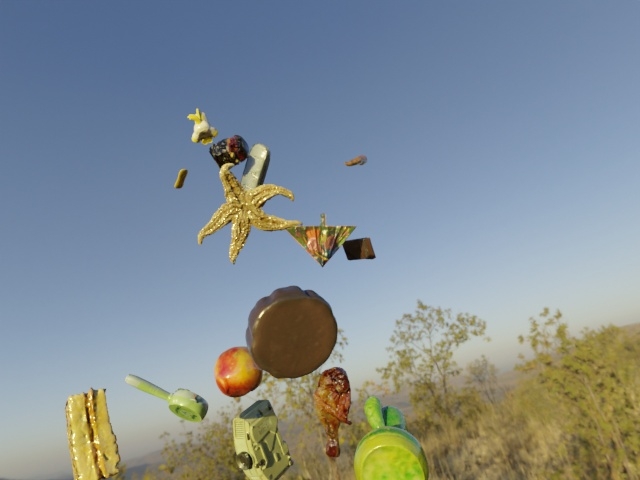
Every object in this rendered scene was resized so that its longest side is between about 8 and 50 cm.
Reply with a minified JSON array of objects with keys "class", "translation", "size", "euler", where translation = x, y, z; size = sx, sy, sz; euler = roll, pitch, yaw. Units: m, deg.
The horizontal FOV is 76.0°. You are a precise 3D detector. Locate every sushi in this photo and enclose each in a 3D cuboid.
[{"class":"sushi","translation":[-0.451,-0.464,2.120],"size":[0.151,0.172,0.153],"euler":[-17,-59,21]}]

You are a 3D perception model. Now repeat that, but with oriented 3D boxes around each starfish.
[{"class":"starfish","translation":[-0.228,-0.072,1.249],"size":[0.302,0.299,0.060],"euler":[-51,16,-6]}]

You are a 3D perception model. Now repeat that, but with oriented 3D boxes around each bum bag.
[{"class":"bum bag","translation":[0.176,0.043,1.911],"size":[0.159,0.109,0.026],"euler":[-9,19,37]}]

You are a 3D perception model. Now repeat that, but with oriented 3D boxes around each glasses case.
[{"class":"glasses case","translation":[-0.304,-0.308,1.891],"size":[0.067,0.109,0.282],"euler":[-10,-55,-54]}]

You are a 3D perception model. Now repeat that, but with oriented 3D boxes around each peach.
[{"class":"peach","translation":[-0.380,0.607,1.901],"size":[0.231,0.230,0.231],"euler":[-12,-21,-5]}]

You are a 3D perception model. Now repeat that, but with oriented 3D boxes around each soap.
[{"class":"soap","translation":[-0.498,-0.219,1.465],"size":[0.034,0.012,0.089],"euler":[-9,-39,-45]}]

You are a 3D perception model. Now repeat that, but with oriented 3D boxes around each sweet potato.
[{"class":"sweet potato","translation":[0.175,-0.373,1.930],"size":[0.050,0.050,0.214],"euler":[-27,2,31]}]

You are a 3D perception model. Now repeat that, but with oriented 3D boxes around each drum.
[{"class":"drum","translation":[-0.460,0.476,1.233],"size":[0.253,0.049,0.130],"euler":[18,-45,5]}]

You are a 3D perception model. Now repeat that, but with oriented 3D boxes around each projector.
[{"class":"projector","translation":[-0.212,0.739,1.477],"size":[0.088,0.269,0.194],"euler":[-20,0,36]}]

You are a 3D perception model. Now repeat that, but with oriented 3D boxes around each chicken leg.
[{"class":"chicken leg","translation":[0.046,0.540,1.309],"size":[0.083,0.177,0.322],"euler":[-4,-54,-26]}]

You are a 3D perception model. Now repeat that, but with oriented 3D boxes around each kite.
[{"class":"kite","translation":[0.000,0.000,1.757],"size":[0.321,0.233,0.016],"euler":[0,-2,-8]}]

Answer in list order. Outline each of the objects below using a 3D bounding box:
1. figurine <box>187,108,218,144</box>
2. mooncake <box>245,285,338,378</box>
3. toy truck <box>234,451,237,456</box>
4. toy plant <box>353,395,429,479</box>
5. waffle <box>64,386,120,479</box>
[{"class":"figurine","translation":[-0.482,-0.471,1.679],"size":[0.109,0.178,0.129],"euler":[-22,-62,5]},{"class":"mooncake","translation":[-0.093,0.277,1.262],"size":[0.283,0.282,0.141],"euler":[-5,11,-20]},{"class":"toy truck","translation":[-0.298,0.869,1.632],"size":[0.056,0.073,0.090],"euler":[-30,-53,-30]},{"class":"toy plant","translation":[0.189,0.563,1.131],"size":[0.184,0.224,0.316],"euler":[-34,-6,7]},{"class":"waffle","translation":[-0.712,0.603,1.265],"size":[0.114,0.260,0.376],"euler":[-6,-21,-34]}]
